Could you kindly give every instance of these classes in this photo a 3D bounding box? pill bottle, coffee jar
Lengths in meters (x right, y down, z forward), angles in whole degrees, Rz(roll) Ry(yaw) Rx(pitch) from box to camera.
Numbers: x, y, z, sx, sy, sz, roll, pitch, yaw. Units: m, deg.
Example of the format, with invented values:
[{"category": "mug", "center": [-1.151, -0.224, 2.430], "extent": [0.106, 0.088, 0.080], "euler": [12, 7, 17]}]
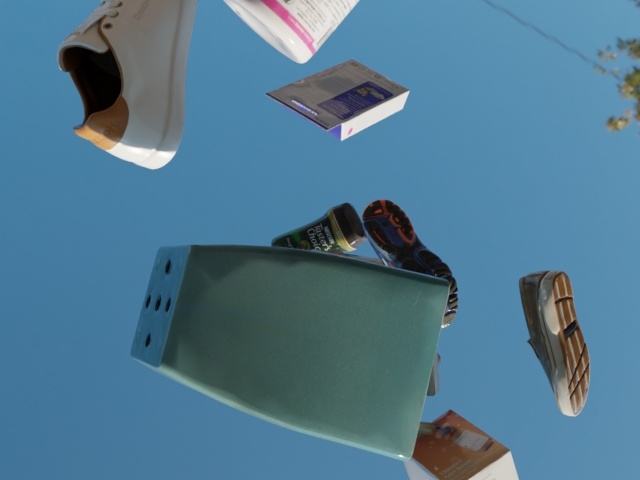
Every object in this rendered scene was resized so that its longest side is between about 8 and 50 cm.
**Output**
[{"category": "pill bottle", "center": [0.008, -0.390, 1.140], "extent": [0.160, 0.160, 0.283], "euler": [40, -89, 5]}, {"category": "coffee jar", "center": [0.000, 0.000, 1.732], "extent": [0.096, 0.184, 0.079], "euler": [65, -165, 11]}]

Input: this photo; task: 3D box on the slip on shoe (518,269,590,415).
[{"category": "slip on shoe", "center": [0.210, 0.093, 0.785], "extent": [0.051, 0.041, 0.135], "euler": [-28, -73, -44]}]

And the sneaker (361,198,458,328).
[{"category": "sneaker", "center": [0.140, 0.036, 1.336], "extent": [0.083, 0.087, 0.221], "euler": [-29, -94, -4]}]

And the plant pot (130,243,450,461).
[{"category": "plant pot", "center": [-0.038, 0.083, 0.788], "extent": [0.234, 0.165, 0.165], "euler": [18, -99, -24]}]

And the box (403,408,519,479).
[{"category": "box", "center": [0.241, 0.397, 1.523], "extent": [0.130, 0.170, 0.091], "euler": [-30, -63, -20]}]

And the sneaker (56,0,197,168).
[{"category": "sneaker", "center": [-0.203, -0.226, 0.896], "extent": [0.123, 0.106, 0.290], "euler": [17, -119, -44]}]

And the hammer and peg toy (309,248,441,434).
[{"category": "hammer and peg toy", "center": [0.104, 0.196, 1.584], "extent": [0.266, 0.361, 0.127], "euler": [7, -154, 33]}]

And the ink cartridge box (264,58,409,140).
[{"category": "ink cartridge box", "center": [0.041, -0.321, 1.995], "extent": [0.176, 0.069, 0.371], "euler": [33, -145, 20]}]
